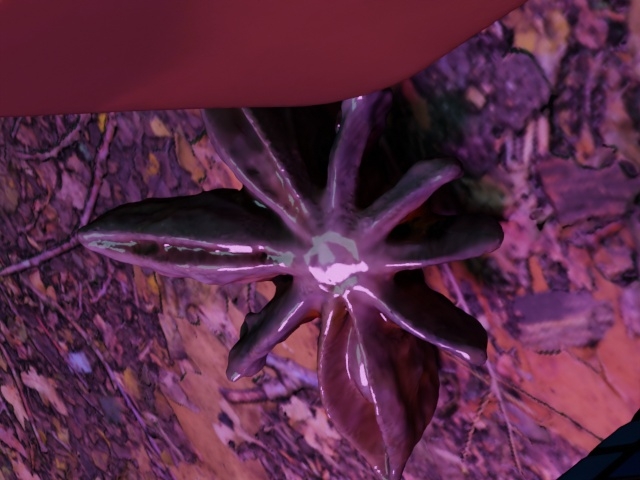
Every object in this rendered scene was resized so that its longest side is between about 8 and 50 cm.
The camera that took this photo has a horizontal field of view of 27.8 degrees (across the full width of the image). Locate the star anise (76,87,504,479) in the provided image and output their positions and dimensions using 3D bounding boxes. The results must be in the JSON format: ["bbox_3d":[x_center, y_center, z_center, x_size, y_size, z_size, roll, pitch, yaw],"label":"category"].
[{"bbox_3d":[-0.004,-0.004,0.722,0.257,0.110,0.198,38,114,3],"label":"star anise"}]

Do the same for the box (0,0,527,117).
[{"bbox_3d":[-0.011,-0.207,0.463,0.339,0.239,0.229,-27,75,54],"label":"box"}]

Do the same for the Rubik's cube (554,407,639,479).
[{"bbox_3d":[0.202,0.167,0.542,0.182,0.187,0.184,-23,93,53],"label":"Rubik's cube"}]
